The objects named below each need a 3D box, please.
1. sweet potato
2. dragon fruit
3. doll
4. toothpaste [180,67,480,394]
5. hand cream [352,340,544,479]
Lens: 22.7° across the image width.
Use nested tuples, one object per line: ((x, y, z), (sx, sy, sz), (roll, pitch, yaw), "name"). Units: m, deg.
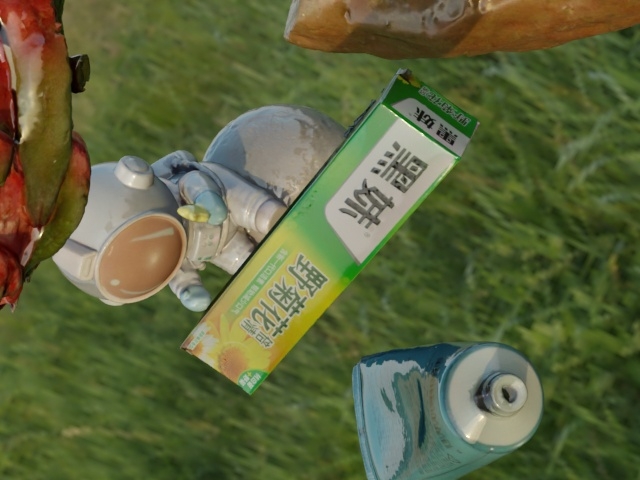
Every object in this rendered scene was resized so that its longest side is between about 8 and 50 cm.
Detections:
((0.088, -0.140, 0.817), (0.251, 0.097, 0.097), (1, 61, 27), "sweet potato")
((-0.168, -0.049, 0.613), (0.166, 0.160, 0.172), (22, 82, 29), "dragon fruit")
((-0.090, -0.025, 1.240), (0.151, 0.287, 0.151), (16, 113, 44), "doll")
((0.000, 0.000, 0.705), (0.178, 0.043, 0.037), (-50, 5, 38), "toothpaste")
((0.055, 0.088, 0.787), (0.224, 0.048, 0.083), (144, 117, -72), "hand cream")
